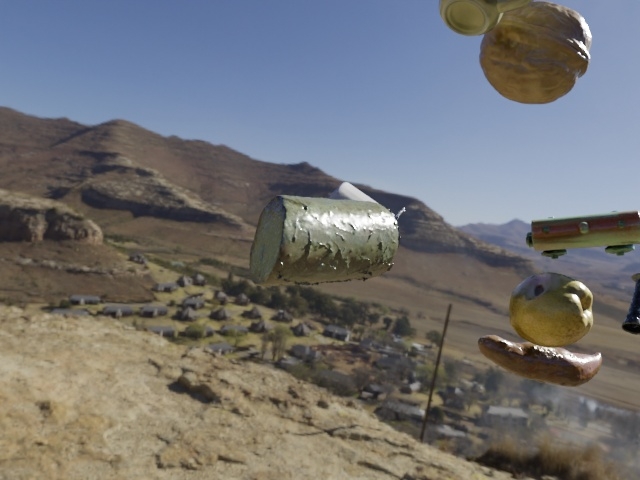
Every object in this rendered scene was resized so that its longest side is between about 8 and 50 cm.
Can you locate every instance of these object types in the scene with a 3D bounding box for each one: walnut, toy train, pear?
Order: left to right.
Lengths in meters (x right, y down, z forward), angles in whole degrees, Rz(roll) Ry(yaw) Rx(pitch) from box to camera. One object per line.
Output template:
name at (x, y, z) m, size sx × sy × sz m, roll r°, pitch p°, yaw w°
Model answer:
walnut at (0.625, -0.545, 1.507) m, size 0.312 × 0.277 × 0.252 m, roll 29°, pitch -24°, yaw 38°
pear at (0.507, 0.152, 1.133) m, size 0.177 × 0.178 × 0.178 m, roll 9°, pitch 3°, yaw 0°
toy train at (0.664, -0.020, 1.299) m, size 0.285 × 0.116 × 0.177 m, roll -4°, pitch -10°, yaw 28°

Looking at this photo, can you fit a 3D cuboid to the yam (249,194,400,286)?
yam at (0.000, 0.000, 0.983) m, size 0.304 × 0.168 × 0.168 m, roll 0°, pitch 8°, yaw -41°

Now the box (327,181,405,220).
box at (0.111, -0.065, 1.618) m, size 0.206 × 0.262 × 0.291 m, roll 39°, pitch 31°, yaw 2°

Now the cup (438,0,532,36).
cup at (0.459, -0.657, 1.373) m, size 0.255 × 0.202 × 0.173 m, roll 22°, pitch -16°, yaw 17°

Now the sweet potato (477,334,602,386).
sweet potato at (0.534, 0.292, 1.218) m, size 0.354 × 0.106 × 0.095 m, roll 10°, pitch -42°, yaw -14°

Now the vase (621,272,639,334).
vase at (0.858, 0.168, 1.394) m, size 0.059 × 0.167 × 0.059 m, roll 23°, pitch -28°, yaw 13°
